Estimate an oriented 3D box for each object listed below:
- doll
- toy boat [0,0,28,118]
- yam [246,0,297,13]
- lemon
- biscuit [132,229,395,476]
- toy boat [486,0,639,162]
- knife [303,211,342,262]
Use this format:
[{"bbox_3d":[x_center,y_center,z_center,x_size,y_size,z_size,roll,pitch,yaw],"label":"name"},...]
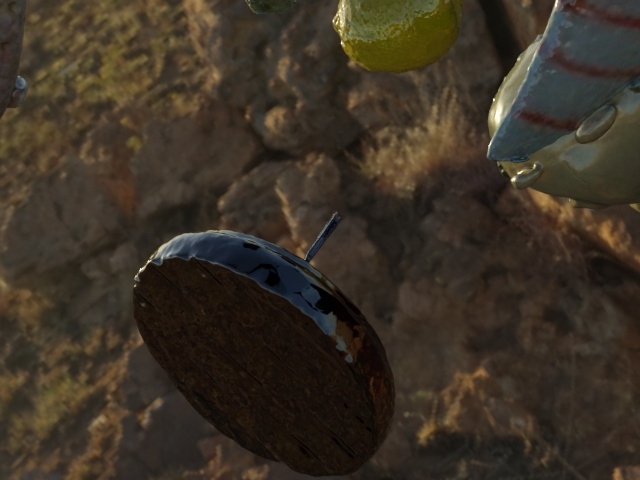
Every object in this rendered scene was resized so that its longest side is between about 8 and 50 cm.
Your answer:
[{"bbox_3d":[0.372,-0.131,1.247,0.349,0.247,0.247,-1,3,-41],"label":"doll"},{"bbox_3d":[-0.287,-0.199,0.922,0.155,0.085,0.227,58,134,48],"label":"toy boat"},{"bbox_3d":[-0.100,-0.395,1.430,0.078,0.179,0.078,-22,34,16],"label":"yam"},{"bbox_3d":[0.121,-0.344,1.598,0.193,0.181,0.180,8,32,-9],"label":"lemon"},{"bbox_3d":[-0.077,0.151,1.418,0.407,0.407,0.091,-3,35,44],"label":"biscuit"},{"bbox_3d":[0.248,-0.184,0.945,0.096,0.206,0.282,60,139,47],"label":"toy boat"},{"bbox_3d":[0.000,0.000,1.836,0.121,0.018,0.031,-53,7,-10],"label":"knife"}]
